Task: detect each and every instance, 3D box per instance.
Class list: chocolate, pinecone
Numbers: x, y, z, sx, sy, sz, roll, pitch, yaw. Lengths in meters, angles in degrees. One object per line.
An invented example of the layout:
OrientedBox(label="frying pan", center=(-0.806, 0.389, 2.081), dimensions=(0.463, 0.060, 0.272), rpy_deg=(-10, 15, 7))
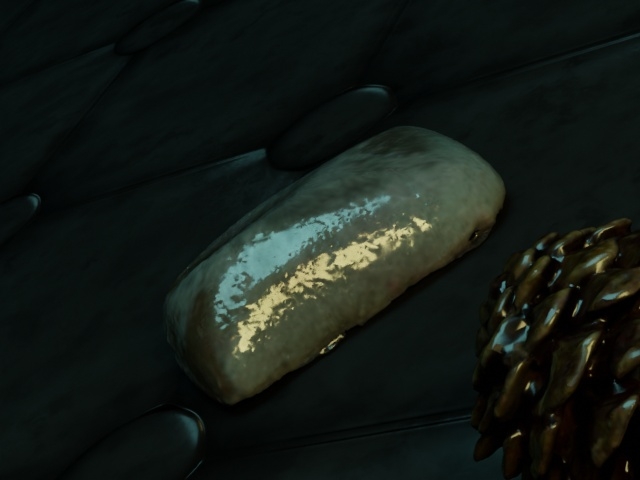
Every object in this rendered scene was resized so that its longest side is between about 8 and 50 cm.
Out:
OrientedBox(label="chocolate", center=(0.000, 0.000, 1.244), dimensions=(0.303, 0.100, 0.185), rpy_deg=(-33, 21, -10))
OrientedBox(label="pinecone", center=(0.181, 0.078, 0.797), dimensions=(0.205, 0.179, 0.184), rpy_deg=(14, 56, 22))
